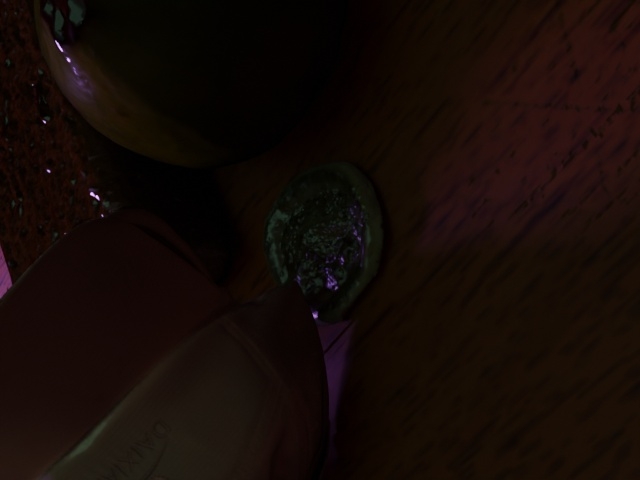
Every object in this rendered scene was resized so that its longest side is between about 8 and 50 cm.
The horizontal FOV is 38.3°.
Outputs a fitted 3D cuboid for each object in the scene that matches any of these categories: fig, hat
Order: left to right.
[{"bbox_3d":[-0.097,0.104,0.487,0.219,0.226,0.164,-44,71,3],"label":"hat"},{"bbox_3d":[-0.090,-0.146,0.552,0.203,0.225,0.202,4,100,25],"label":"fig"}]

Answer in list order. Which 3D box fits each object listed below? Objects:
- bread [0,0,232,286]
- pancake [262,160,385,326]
[{"bbox_3d":[-0.202,-0.096,0.739,0.165,0.113,0.416,-48,55,32],"label":"bread"},{"bbox_3d":[0.001,-0.001,0.582,0.108,0.017,0.108,-1,88,45],"label":"pancake"}]
